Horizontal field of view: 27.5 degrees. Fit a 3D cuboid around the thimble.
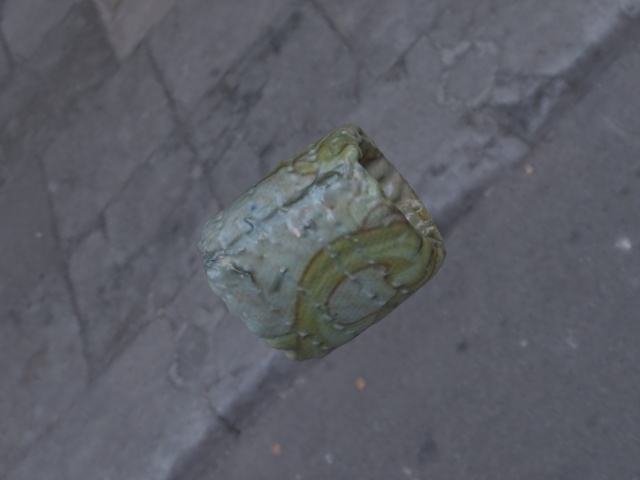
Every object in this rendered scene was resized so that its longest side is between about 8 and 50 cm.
[{"bbox_3d":[0.000,0.000,0.980,0.143,0.190,0.137,-35,66,12],"label":"thimble"}]
